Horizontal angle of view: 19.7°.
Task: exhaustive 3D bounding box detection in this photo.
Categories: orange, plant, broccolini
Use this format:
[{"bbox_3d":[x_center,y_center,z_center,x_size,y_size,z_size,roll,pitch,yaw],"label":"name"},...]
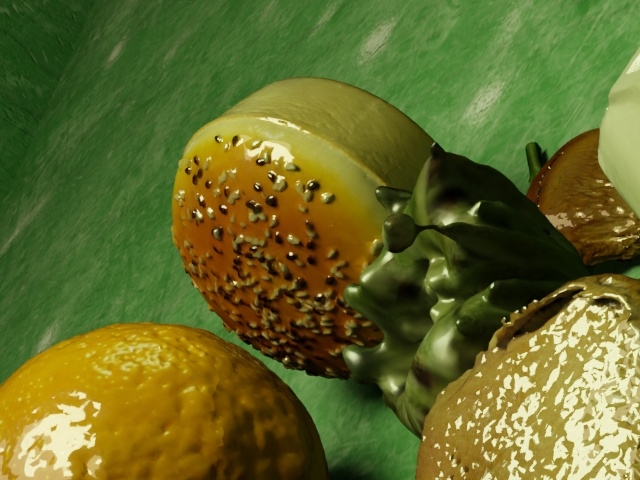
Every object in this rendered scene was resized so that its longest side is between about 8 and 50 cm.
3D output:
[{"bbox_3d":[-0.157,0.223,1.582,0.340,0.341,0.293,-49,43,22],"label":"orange"},{"bbox_3d":[0.186,0.054,1.249,0.180,0.334,0.251,-109,20,-60],"label":"plant"},{"bbox_3d":[0.200,-0.034,1.581,0.218,0.044,0.042,-85,17,-60],"label":"broccolini"}]

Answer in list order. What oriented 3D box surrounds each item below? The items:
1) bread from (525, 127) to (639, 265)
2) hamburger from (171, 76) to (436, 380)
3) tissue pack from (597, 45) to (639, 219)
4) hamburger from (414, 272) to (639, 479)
[{"bbox_3d":[0.218,-0.037,1.469,0.126,0.044,0.129,-4,44,32],"label":"bread"},{"bbox_3d":[0.000,0.000,1.641,0.176,0.300,0.300,-52,14,-32],"label":"hamburger"},{"bbox_3d":[0.319,0.017,0.845,0.207,0.297,0.380,-53,22,14],"label":"tissue pack"},{"bbox_3d":[0.197,0.142,1.068,0.260,0.211,0.245,-62,24,2],"label":"hamburger"}]
